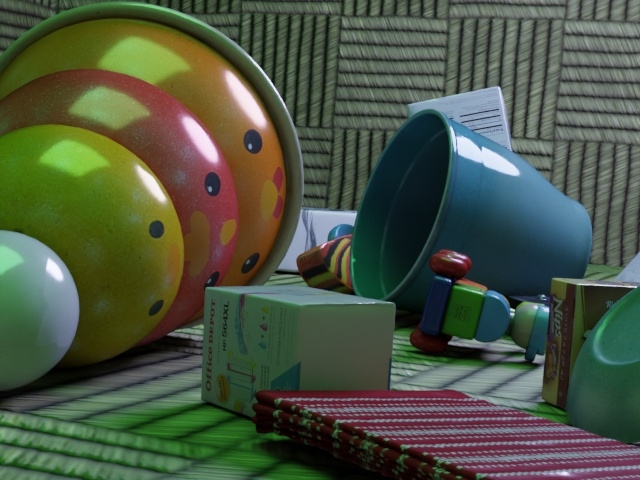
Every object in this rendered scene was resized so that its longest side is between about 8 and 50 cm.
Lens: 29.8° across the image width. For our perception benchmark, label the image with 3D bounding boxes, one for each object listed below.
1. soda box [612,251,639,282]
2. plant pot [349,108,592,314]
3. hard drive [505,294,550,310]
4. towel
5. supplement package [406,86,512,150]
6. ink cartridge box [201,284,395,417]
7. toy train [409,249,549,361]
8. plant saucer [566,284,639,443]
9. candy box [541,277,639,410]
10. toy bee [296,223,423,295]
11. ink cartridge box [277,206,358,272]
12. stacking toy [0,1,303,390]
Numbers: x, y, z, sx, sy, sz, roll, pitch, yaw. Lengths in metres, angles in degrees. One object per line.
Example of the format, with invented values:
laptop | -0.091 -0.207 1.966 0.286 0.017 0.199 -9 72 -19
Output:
soda box | 0.480 0.070 1.460 0.091 0.098 0.286 47 -9 -17
plant pot | 0.213 -0.009 1.629 0.255 0.272 0.271 18 -2 -20
hard drive | 0.343 0.103 1.438 0.172 0.054 0.254 3 3 -18
towel | 0.107 0.134 0.747 0.198 0.031 0.274 5 4 -38
supplement package | 0.231 -0.095 1.866 0.149 0.203 0.194 -11 -21 9
ink cartridge box | -0.025 0.084 0.907 0.089 0.092 0.143 1 3 -38
toy train | 0.190 0.077 1.373 0.143 0.105 0.248 15 5 9
plant saucer | 0.259 0.070 0.907 0.195 0.037 0.195 -36 17 12
candy box | 0.290 0.092 1.046 0.186 0.109 0.053 4 3 -16
toy bee | 0.099 0.027 1.822 0.298 0.162 0.195 -33 5 -29
ink cartridge box | 0.000 0.000 2.287 0.289 0.122 0.211 4 2 0
stacking toy | -0.215 0.004 1.047 0.350 0.351 0.480 5 22 6
